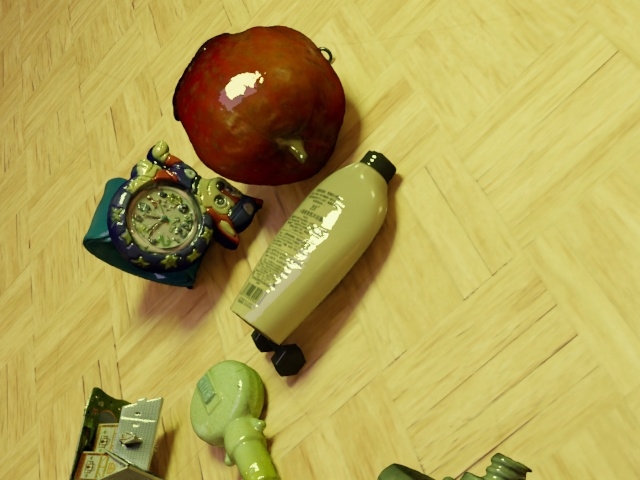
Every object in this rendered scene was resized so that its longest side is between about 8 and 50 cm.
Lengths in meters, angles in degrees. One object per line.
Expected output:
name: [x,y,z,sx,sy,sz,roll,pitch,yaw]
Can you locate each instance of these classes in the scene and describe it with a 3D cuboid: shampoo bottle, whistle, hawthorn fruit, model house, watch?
shampoo bottle: [0.000,0.000,1.074,0.256,0.078,0.127,-53,34,-9]
whistle: [-0.099,0.218,1.061,0.104,0.057,0.198,-49,36,12]
hawthorn fruit: [-0.068,-0.169,1.185,0.215,0.215,0.249,-50,36,10]
model house: [-0.242,0.275,1.158,0.088,0.117,0.167,-7,57,27]
watch: [-0.222,-0.016,1.284,0.171,0.196,0.200,-63,15,-23]

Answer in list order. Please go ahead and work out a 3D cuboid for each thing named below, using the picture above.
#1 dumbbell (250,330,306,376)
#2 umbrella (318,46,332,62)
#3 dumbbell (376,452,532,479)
dumbbell: [-0.051,0.128,1.089,0.040,0.036,0.083,-55,37,4]
umbrella: [-0.088,-0.224,1.381,0.269,0.044,0.044,-28,15,33]
dumbbell: [0.054,0.348,0.696,0.179,0.179,0.406,21,81,53]
